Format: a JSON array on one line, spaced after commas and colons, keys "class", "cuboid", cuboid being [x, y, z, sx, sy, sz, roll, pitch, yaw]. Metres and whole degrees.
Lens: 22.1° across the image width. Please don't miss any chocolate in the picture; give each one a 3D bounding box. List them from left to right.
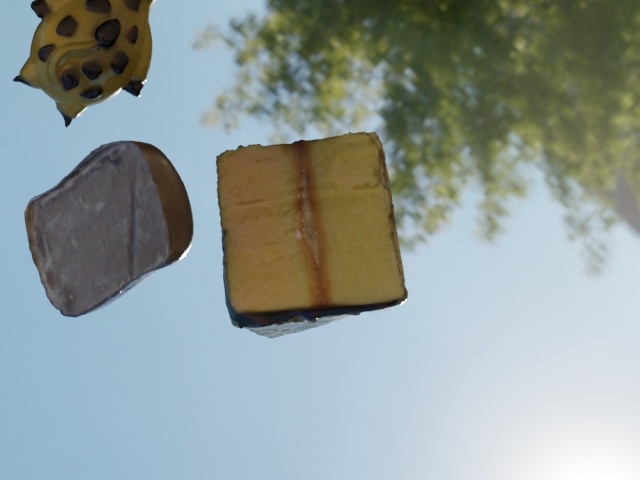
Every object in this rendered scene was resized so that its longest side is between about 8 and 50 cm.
[{"class": "chocolate", "cuboid": [-0.226, -0.015, 1.838, 0.080, 0.254, 0.157, -10, -103, -44]}]

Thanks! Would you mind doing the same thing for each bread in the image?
[{"class": "bread", "cuboid": [-0.001, 0.001, 1.578, 0.264, 0.163, 0.168, 46, -144, -82]}]

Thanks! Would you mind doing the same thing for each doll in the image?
[{"class": "doll", "cuboid": [-0.141, -0.225, 1.378, 0.117, 0.291, 0.086, 42, 178, -23]}]
